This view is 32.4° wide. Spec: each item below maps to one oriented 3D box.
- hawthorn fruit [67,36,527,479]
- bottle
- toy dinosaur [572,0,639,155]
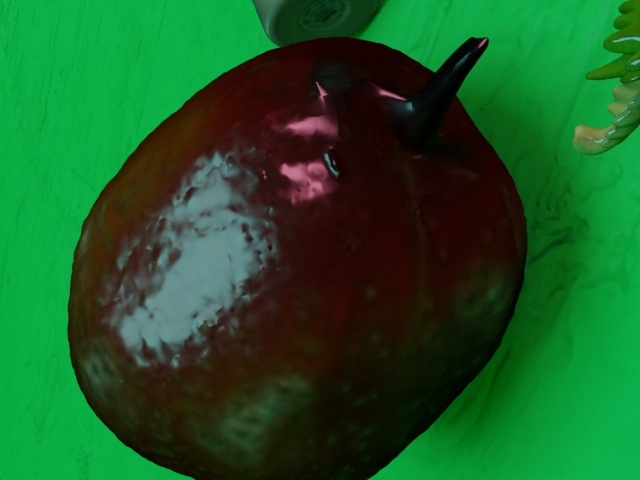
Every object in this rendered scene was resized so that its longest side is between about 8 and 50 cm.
[{"bbox_3d":[0.000,0.000,0.712,0.369,0.284,0.285,-46,56,41],"label":"hawthorn fruit"},{"bbox_3d":[-0.029,-0.260,0.899,0.110,0.097,0.209,59,-171,-64],"label":"bottle"},{"bbox_3d":[0.237,-0.055,0.541,0.194,0.152,0.177,48,169,53],"label":"toy dinosaur"}]
